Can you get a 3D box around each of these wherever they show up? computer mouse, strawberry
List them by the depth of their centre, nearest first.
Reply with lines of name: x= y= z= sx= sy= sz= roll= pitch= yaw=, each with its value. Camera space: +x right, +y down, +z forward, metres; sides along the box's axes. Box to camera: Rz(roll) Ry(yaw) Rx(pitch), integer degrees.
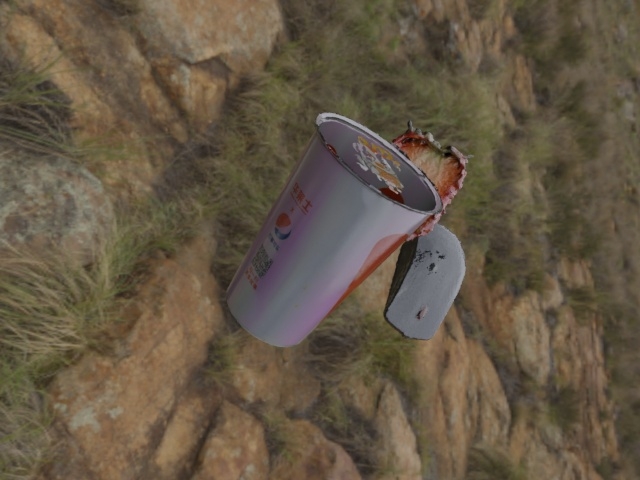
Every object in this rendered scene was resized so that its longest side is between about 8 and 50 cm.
strawberry: x=0.176 y=-0.102 z=1.173 sx=0.208 sy=0.167 sz=0.087 roll=-55 pitch=159 yaw=1
computer mouse: x=0.264 y=0.100 z=1.512 sx=0.168 sy=0.087 sz=0.295 roll=27 pitch=76 yaw=-25

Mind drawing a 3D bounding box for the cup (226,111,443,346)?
cup: x=0.000 y=0.000 z=0.842 sx=0.203 sy=0.288 sz=0.203 roll=30 pitch=26 yaw=-16
